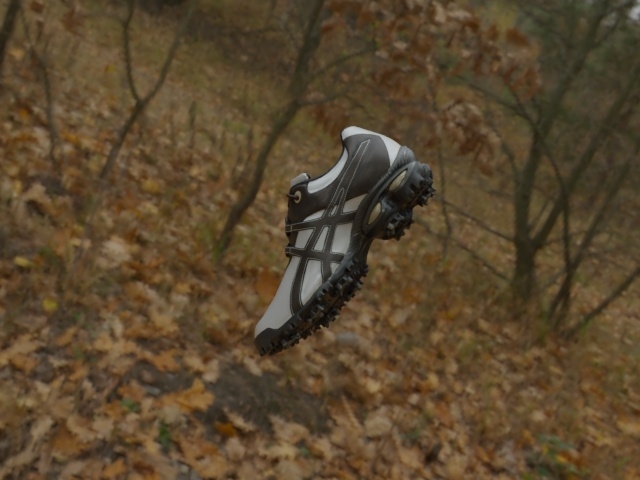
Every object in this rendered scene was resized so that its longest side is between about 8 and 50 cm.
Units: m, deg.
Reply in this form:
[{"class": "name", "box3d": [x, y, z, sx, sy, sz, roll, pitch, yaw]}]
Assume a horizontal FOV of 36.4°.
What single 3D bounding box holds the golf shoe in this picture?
[{"class": "golf shoe", "box3d": [0.000, 0.000, 0.770, 0.094, 0.198, 0.077, 39, 1, 14]}]
